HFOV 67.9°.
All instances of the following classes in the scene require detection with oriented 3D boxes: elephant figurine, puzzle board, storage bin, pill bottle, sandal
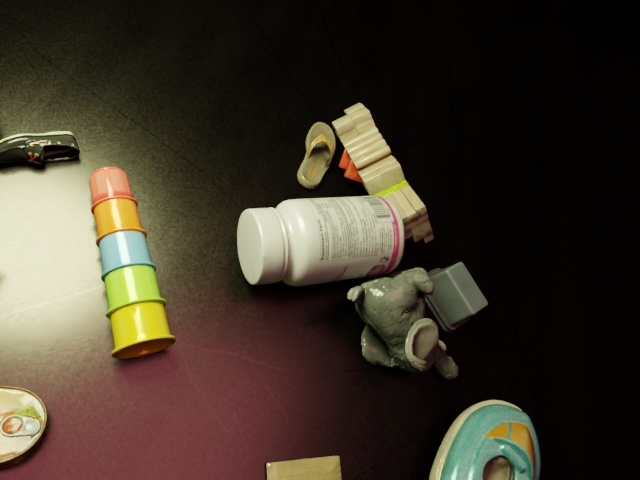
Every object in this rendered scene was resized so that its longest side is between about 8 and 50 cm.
[{"bbox_3d":[0.163,0.181,0.896,0.186,0.169,0.239,-14,88,0],"label":"elephant figurine"},{"bbox_3d":[-0.024,0.407,0.772,0.128,0.011,0.096,5,65,-22],"label":"puzzle board"},{"bbox_3d":[0.291,0.112,1.015,0.098,0.091,0.135,-23,78,-32],"label":"storage bin"},{"bbox_3d":[0.000,0.000,0.891,0.284,0.160,0.160,-5,69,-27],"label":"pill bottle"},{"bbox_3d":[-0.003,-0.193,1.050,0.072,0.049,0.180,25,58,-13],"label":"sandal"}]

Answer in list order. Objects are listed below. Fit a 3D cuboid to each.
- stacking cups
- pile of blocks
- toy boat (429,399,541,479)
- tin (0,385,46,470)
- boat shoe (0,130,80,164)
[{"bbox_3d":[-0.317,0.029,0.781,0.096,0.096,0.315,-8,65,-28],"label":"stacking cups"},{"bbox_3d":[0.117,-0.138,1.059,0.113,0.149,0.361,-26,68,3],"label":"pile of blocks"},{"bbox_3d":[0.362,0.446,0.852,0.318,0.148,0.267,45,56,1],"label":"toy boat"},{"bbox_3d":[-0.461,0.239,0.614,0.190,0.040,0.106,14,43,-19],"label":"tin"},{"bbox_3d":[-0.481,-0.153,0.805,0.133,0.049,0.042,-19,67,-36],"label":"boat shoe"}]
